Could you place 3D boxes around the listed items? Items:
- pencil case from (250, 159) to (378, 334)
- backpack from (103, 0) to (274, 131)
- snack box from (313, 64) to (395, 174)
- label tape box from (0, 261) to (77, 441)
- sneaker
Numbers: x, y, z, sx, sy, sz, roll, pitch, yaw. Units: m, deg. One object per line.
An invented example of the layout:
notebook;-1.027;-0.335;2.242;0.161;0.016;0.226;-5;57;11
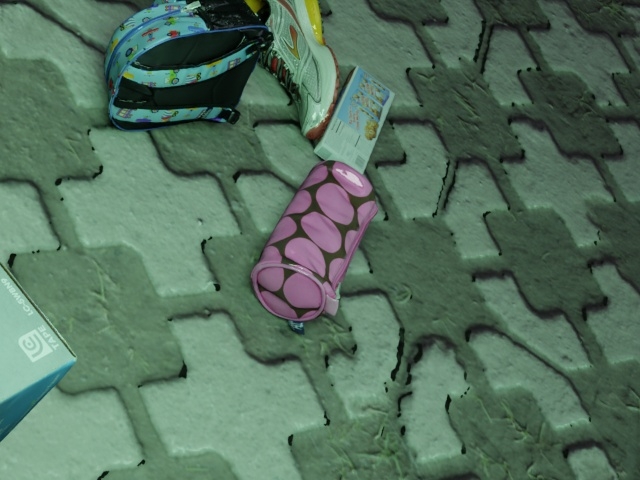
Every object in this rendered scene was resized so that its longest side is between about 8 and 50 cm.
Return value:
pencil case;0.000;0.000;1.557;0.098;0.095;0.209;11;42;13
backpack;-0.161;-0.196;1.539;0.173;0.158;0.117;-15;60;-34
snack box;0.044;-0.148;1.769;0.064;0.022;0.178;36;41;-11
label tape box;-0.361;0.167;0.988;0.106;0.240;0.334;51;40;5
sneaker;-0.039;-0.216;1.722;0.093;0.088;0.225;-5;59;-20
